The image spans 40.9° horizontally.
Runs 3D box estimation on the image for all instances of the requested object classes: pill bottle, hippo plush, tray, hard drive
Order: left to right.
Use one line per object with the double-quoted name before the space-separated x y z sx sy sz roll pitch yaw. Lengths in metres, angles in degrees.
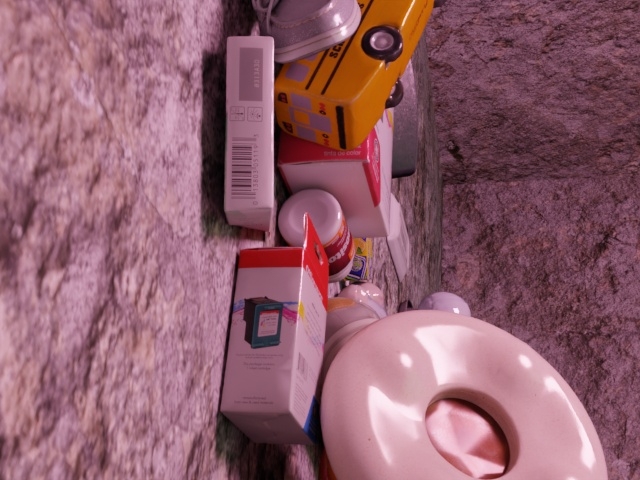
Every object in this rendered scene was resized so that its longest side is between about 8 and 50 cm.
"pill bottle" 0.000 0.000 1.162 0.152 0.086 0.086 64 27 -62
"hard drive" 0.094 -0.228 1.477 0.054 0.171 0.255 8 -75 57
"tray" 0.207 -0.006 2.255 0.270 0.030 0.145 65 27 -61
"hippo plush" 0.154 0.207 1.485 0.234 0.236 0.295 -65 150 -65

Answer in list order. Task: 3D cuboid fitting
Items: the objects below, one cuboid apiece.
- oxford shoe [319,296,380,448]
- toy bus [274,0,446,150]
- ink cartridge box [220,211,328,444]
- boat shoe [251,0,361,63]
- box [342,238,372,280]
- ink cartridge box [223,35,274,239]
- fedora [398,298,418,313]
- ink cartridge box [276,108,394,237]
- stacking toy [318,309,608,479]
"oxford shoe" 0.059 0.241 1.292 0.130 0.169 0.450 51 -18 41
"toy bus" 0.066 -0.277 1.092 0.108 0.130 0.333 79 33 -62
"ink cartridge box" -0.044 0.098 0.959 0.134 0.077 0.231 67 24 -60
"boat shoe" -0.030 -0.305 0.983 0.320 0.118 0.103 -94 160 -51
"box" 0.062 -0.013 1.526 0.059 0.054 0.169 7 80 -78
"ink cartridge box" -0.078 -0.102 0.953 0.225 0.056 0.181 129 -39 -80
"fedora" 0.281 0.297 2.324 0.243 0.124 0.276 38 51 -74
"ink cartridge box" 0.031 -0.183 1.236 0.226 0.131 0.307 65 28 -61
"stacking toy" 0.104 0.354 1.102 0.351 0.350 0.480 -79 -169 -47
